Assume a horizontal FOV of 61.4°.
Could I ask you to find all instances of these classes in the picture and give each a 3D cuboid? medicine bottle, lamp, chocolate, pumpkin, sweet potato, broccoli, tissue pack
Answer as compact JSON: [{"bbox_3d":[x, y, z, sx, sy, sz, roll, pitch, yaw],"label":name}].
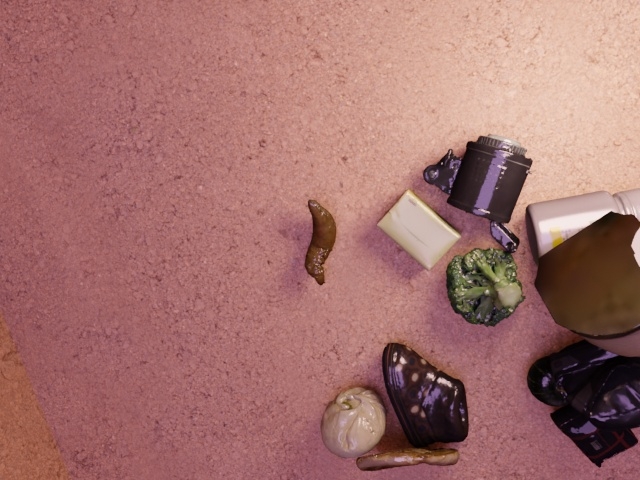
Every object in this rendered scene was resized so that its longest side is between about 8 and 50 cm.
[{"bbox_3d":[0.808,-0.039,1.612,0.340,0.208,0.208,-10,97,14],"label":"medicine bottle"},{"bbox_3d":[0.527,-0.182,1.651,0.374,0.205,0.272,41,110,14],"label":"lamp"},{"bbox_3d":[0.808,0.149,1.463,0.314,0.297,0.326,-40,44,24],"label":"chocolate"},{"bbox_3d":[0.757,0.453,1.751,0.167,0.125,0.167,0,89,16],"label":"pumpkin"},{"bbox_3d":[0.001,0.001,1.845,0.098,0.124,0.309,11,111,23],"label":"sweet potato"},{"bbox_3d":[0.528,0.145,1.686,0.270,0.270,0.269,-1,95,-12],"label":"broccoli"},{"bbox_3d":[0.320,-0.038,1.765,0.234,0.125,0.159,42,105,4],"label":"tissue pack"}]

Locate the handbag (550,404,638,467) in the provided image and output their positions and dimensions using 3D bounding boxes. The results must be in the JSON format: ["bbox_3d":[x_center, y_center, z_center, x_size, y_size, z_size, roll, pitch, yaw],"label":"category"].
[{"bbox_3d":[0.878,0.598,1.729,0.169,0.155,0.215,-43,97,9],"label":"handbag"}]

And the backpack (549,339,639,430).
[{"bbox_3d":[0.915,0.379,1.571,0.446,0.363,0.254,-24,130,2],"label":"backpack"}]

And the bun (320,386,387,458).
[{"bbox_3d":[0.103,0.612,1.866,0.259,0.259,0.160,-23,106,15],"label":"bun"}]

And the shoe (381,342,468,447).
[{"bbox_3d":[0.365,0.510,1.821,0.237,0.171,0.383,-19,96,22],"label":"shoe"}]

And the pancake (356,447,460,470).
[{"bbox_3d":[0.290,0.729,1.798,0.356,0.356,0.065,-11,64,14],"label":"pancake"}]
